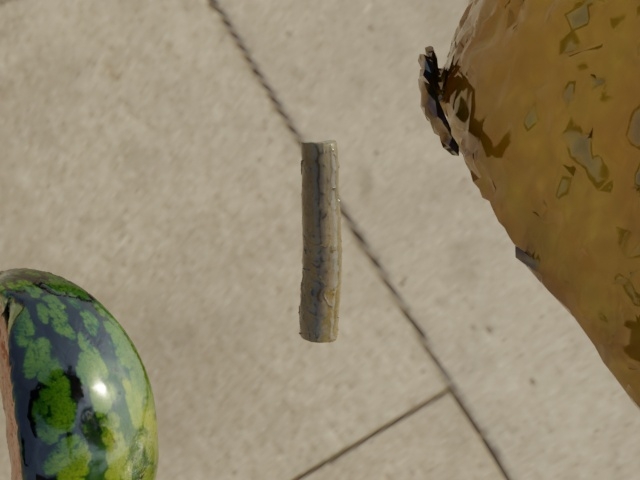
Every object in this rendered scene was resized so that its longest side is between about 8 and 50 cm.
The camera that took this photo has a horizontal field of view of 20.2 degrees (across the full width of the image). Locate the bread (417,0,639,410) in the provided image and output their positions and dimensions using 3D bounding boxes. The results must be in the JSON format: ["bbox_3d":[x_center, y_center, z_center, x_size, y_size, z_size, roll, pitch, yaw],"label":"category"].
[{"bbox_3d":[0.211,-0.027,0.481,0.398,0.215,0.398,38,20,-17],"label":"bread"}]

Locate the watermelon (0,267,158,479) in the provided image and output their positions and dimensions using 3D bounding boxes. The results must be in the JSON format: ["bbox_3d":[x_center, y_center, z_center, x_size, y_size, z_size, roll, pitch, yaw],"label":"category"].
[{"bbox_3d":[-0.131,0.096,0.870,0.069,0.087,0.163,-29,113,-68],"label":"watermelon"}]

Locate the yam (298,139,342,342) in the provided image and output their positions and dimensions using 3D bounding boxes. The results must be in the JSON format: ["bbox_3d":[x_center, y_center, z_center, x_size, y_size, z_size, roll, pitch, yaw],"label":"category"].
[{"bbox_3d":[0.000,0.000,1.282,0.032,0.032,0.145,-7,104,-26],"label":"yam"}]
